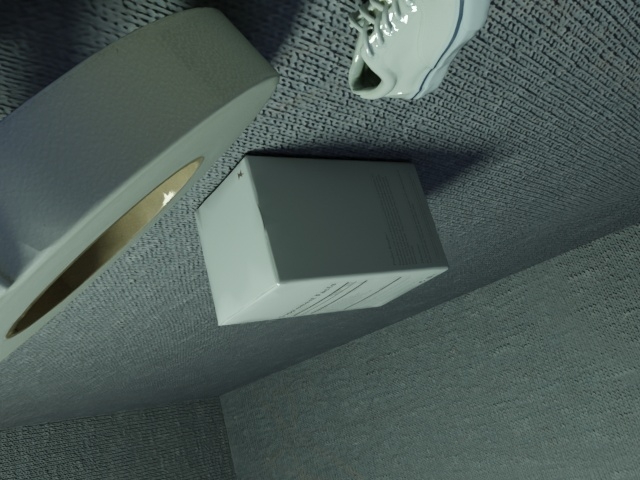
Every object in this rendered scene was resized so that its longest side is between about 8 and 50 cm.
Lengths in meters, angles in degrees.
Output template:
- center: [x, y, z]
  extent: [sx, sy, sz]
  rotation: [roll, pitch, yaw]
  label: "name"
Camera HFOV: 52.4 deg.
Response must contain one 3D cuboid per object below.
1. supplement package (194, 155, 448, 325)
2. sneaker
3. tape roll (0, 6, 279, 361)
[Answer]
- center: [0.000, 0.000, 0.924]
  extent: [0.292, 0.178, 0.175]
  rotation: [-2, 158, -36]
  label: "supplement package"
- center: [0.074, -0.188, 0.557]
  extent: [0.091, 0.094, 0.258]
  rotation: [-18, 163, -8]
  label: "sneaker"
- center: [-0.192, -0.021, 0.519]
  extent: [0.392, 0.072, 0.392]
  rotation: [-43, -172, 7]
  label: "tape roll"
